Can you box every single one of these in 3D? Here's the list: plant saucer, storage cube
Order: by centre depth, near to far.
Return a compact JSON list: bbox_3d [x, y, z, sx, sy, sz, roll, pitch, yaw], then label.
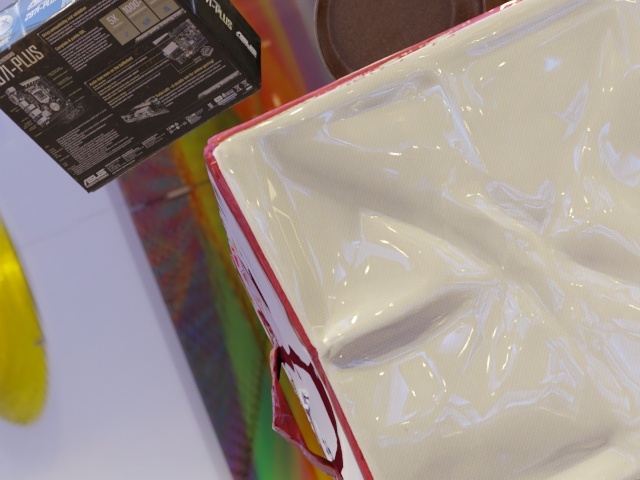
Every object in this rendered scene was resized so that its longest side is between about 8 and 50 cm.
[{"bbox_3d":[0.075,0.026,0.583,0.215,0.183,0.193,-24,-11,-6],"label":"storage cube"},{"bbox_3d":[0.080,-0.238,1.475,0.199,0.198,0.036,-22,21,-14],"label":"plant saucer"}]

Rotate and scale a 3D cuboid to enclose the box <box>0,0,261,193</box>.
[{"bbox_3d":[-0.160,-0.145,1.096,0.180,0.147,0.077,-30,36,21],"label":"box"}]
